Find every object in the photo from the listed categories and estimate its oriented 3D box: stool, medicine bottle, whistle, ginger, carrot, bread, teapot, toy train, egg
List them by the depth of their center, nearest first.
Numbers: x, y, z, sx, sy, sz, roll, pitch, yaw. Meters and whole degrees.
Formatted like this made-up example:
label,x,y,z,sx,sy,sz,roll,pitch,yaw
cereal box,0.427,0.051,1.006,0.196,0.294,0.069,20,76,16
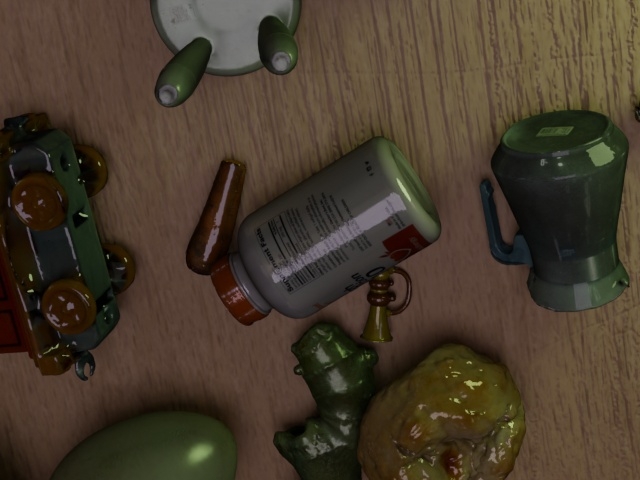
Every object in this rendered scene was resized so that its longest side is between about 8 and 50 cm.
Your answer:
label,x,y,z,sx,sy,sz,roll,pitch,yaw
stool,-0.129,-0.283,1.515,0.195,0.199,0.195,-15,105,9
teapot,0.301,-0.038,1.594,0.203,0.171,0.225,5,119,36
medicine bottle,0.000,0.000,1.617,0.288,0.157,0.157,-31,103,13
toy train,-0.388,0.021,1.655,0.231,0.163,0.369,-8,108,15
carrot,-0.137,-0.030,1.675,0.055,0.055,0.161,20,102,-3
bread,0.171,0.260,1.678,0.244,0.134,0.244,-6,113,-14
whistle,0.090,0.085,1.700,0.057,0.046,0.109,12,103,15
egg,-0.244,0.348,1.718,0.295,0.218,0.218,-39,102,1
ginger,0.009,0.254,1.737,0.137,0.089,0.290,14,110,8

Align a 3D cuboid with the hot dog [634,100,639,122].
label,x,y,z,sx,sy,sz,roll,pitch,yaw
hot dog,0.490,-0.185,1.577,0.188,0.055,0.072,-17,109,9
